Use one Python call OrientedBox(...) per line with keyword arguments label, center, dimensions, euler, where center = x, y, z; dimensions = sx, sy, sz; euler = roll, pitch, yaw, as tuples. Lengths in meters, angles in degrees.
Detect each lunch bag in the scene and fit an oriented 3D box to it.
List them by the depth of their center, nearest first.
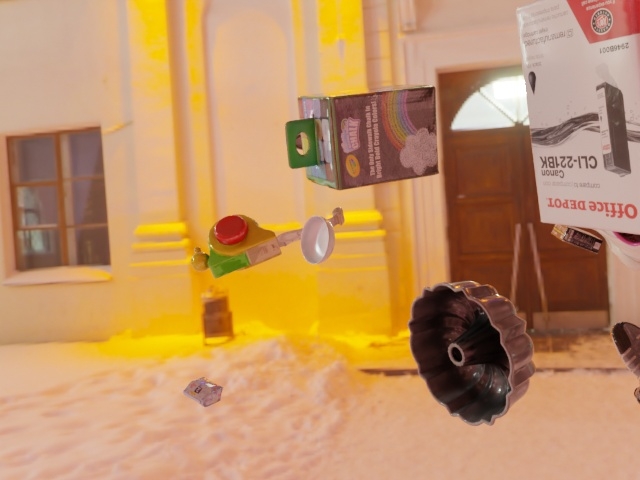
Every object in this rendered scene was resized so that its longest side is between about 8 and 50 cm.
OrientedBox(label="lunch bag", center=(-0.305, 0.394, 1.902), dimensions=(0.071, 0.053, 0.083), euler=(22, 18, 27))

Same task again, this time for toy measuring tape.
OrientedBox(label="toy measuring tape", center=(-0.118, -0.021, 1.530), dimensions=(0.330, 0.121, 0.121), euler=(-23, 4, -8))

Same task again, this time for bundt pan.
OrientedBox(label="bundt pan", center=(0.348, 0.239, 1.643), dimensions=(0.124, 0.331, 0.331), euler=(-15, 7, -31))

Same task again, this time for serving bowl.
OrientedBox(label="serving bowl", center=(0.000, 0.000, 1.249), dimensions=(0.027, 0.083, 0.083), euler=(6, -4, -36))

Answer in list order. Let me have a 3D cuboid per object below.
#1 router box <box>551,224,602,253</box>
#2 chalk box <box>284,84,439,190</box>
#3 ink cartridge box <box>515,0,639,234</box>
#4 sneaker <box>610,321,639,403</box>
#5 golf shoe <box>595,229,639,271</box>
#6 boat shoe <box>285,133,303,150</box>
OrientedBox(label="router box", center=(0.634, -0.009, 1.820), dimensions=(0.092, 0.038, 0.122), euler=(20, 10, 1))
OrientedBox(label="chalk box", center=(0.047, -0.151, 1.066), dimensions=(0.213, 0.132, 0.132), euler=(-9, 14, -19))
OrientedBox(label="ink cartridge box", center=(0.339, -0.151, 0.838), dimensions=(0.114, 0.273, 0.197), euler=(-13, 10, -18))
OrientedBox(label="sneaker", center=(0.682, 0.287, 1.562), dimensions=(0.086, 0.229, 0.132), euler=(-30, -20, -18))
OrientedBox(label="golf shoe", center=(0.634, -0.066, 1.623), dimensions=(0.306, 0.115, 0.140), euler=(42, -4, 24))
OrientedBox(label="boat shoe", center=(-0.006, -0.197, 1.430), dimensions=(0.125, 0.046, 0.038), euler=(-3, 17, -29))
